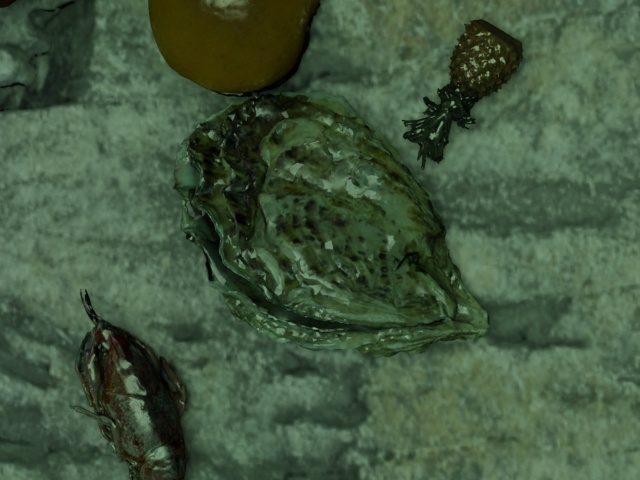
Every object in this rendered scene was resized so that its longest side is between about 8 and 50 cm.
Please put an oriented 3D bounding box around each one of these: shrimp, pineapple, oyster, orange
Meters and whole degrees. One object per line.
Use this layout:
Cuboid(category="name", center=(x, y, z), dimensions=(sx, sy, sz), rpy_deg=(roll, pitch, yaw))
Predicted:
Cuboid(category="shrimp", center=(-0.161, 0.127, 1.456), dimensions=(0.073, 0.075, 0.190), rpy_deg=(-23, 95, 41))
Cuboid(category="pineapple", center=(0.114, -0.116, 1.414), dimensions=(0.058, 0.058, 0.124), rpy_deg=(34, 109, 7))
Cuboid(category="oyster", center=(0.000, 0.000, 1.412), dimensions=(0.198, 0.112, 0.268), rpy_deg=(-29, 78, -12))
Cuboid(category="orange", center=(-0.070, -0.201, 1.413), dimensions=(0.160, 0.112, 0.170), rpy_deg=(-32, 98, 9))

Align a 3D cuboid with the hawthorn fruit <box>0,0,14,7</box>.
Cuboid(category="hawthorn fruit", center=(-0.302, -0.298, 1.382), dimensions=(0.258, 0.258, 0.262), rpy_deg=(-25, 116, 10))
